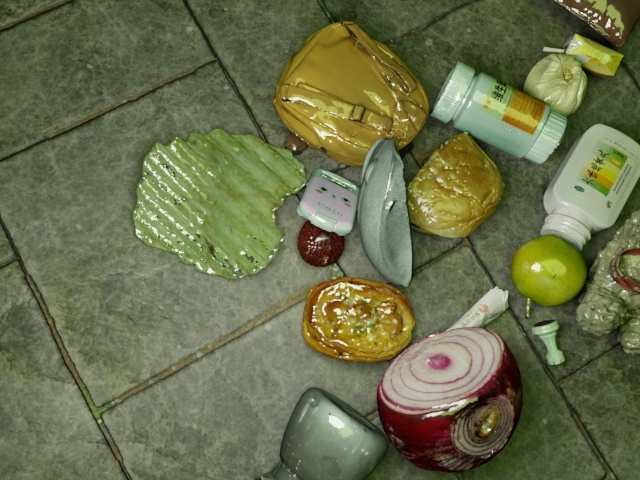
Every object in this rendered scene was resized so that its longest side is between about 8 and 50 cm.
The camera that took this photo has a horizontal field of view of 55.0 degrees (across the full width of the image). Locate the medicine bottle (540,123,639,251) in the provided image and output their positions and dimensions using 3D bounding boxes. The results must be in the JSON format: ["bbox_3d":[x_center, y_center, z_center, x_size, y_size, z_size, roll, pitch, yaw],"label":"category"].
[{"bbox_3d":[0.693,-0.129,1.589,0.179,0.124,0.324,34,79,3],"label":"medicine bottle"}]

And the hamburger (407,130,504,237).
[{"bbox_3d":[0.334,-0.116,1.550,0.309,0.132,0.211,-43,82,-14],"label":"hamburger"}]

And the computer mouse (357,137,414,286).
[{"bbox_3d":[0.144,-0.055,1.431,0.114,0.203,0.373,-9,117,1],"label":"computer mouse"}]

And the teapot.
[{"bbox_3d":[0.008,0.513,1.383,0.223,0.305,0.285,31,83,39],"label":"teapot"}]

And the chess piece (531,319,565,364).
[{"bbox_3d":[0.572,0.254,1.528,0.067,0.067,0.103,-18,88,-8],"label":"chess piece"}]

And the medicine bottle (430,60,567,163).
[{"bbox_3d":[0.460,-0.326,1.590,0.318,0.158,0.158,27,77,1],"label":"medicine bottle"}]

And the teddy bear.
[{"bbox_3d":[0.840,0.132,1.506,0.368,0.224,0.357,31,91,0],"label":"teddy bear"}]

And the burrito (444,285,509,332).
[{"bbox_3d":[0.388,0.195,1.525,0.203,0.064,0.064,-39,84,-13],"label":"burrito"}]

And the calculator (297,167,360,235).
[{"bbox_3d":[0.024,-0.097,1.496,0.141,0.045,0.246,27,34,-5],"label":"calculator"}]

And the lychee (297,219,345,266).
[{"bbox_3d":[0.003,-0.001,1.504,0.124,0.123,0.129,14,61,-2],"label":"lychee"}]

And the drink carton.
[{"bbox_3d":[0.719,-0.518,1.694,0.200,0.084,0.074,25,99,0],"label":"drink carton"}]

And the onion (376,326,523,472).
[{"bbox_3d":[0.306,0.374,1.373,0.337,0.282,0.260,-33,112,-21],"label":"onion"}]

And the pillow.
[{"bbox_3d":[0.795,-0.734,1.731,0.308,0.108,0.305,36,76,4],"label":"pillow"}]

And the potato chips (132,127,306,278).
[{"bbox_3d":[-0.251,-0.108,1.510,0.390,0.097,0.372,19,77,2],"label":"potato chips"}]

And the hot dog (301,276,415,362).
[{"bbox_3d":[0.095,0.192,1.469,0.273,0.122,0.195,10,79,-1],"label":"hot dog"}]

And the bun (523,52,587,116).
[{"bbox_3d":[0.636,-0.414,1.648,0.164,0.111,0.188,42,82,6],"label":"bun"}]

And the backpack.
[{"bbox_3d":[0.073,-0.343,1.539,0.378,0.201,0.353,41,77,7],"label":"backpack"}]

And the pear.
[{"bbox_3d":[0.549,0.093,1.522,0.180,0.166,0.216,27,108,-8],"label":"pear"}]
